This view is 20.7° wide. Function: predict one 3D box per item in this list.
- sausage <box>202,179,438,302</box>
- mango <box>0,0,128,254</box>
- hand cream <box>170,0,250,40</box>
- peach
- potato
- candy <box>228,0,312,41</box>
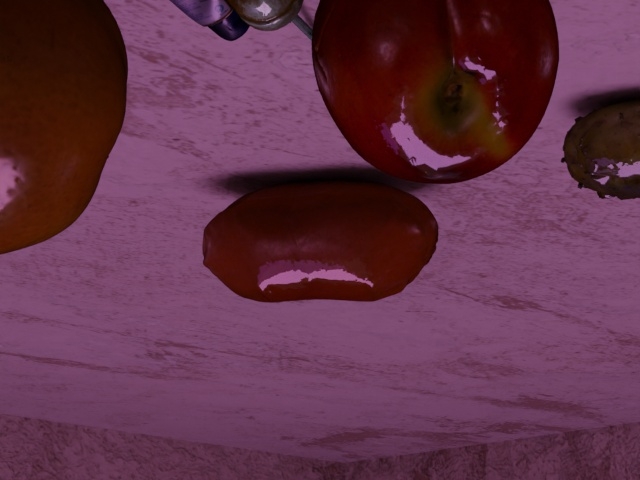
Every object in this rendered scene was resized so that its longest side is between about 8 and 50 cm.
[{"bbox_3d":[0.000,-0.003,1.896,0.258,0.133,0.133,-2,164,16],"label":"sausage"},{"bbox_3d":[-0.322,-0.107,1.282,0.378,0.221,0.264,6,137,8],"label":"mango"},{"bbox_3d":[-0.115,-0.202,1.356,0.062,0.039,0.163,-7,157,37],"label":"hand cream"},{"bbox_3d":[0.084,-0.149,1.346,0.190,0.226,0.196,-34,117,9],"label":"peach"},{"bbox_3d":[0.335,-0.083,1.620,0.225,0.090,0.117,0,165,12],"label":"potato"},{"bbox_3d":[-0.026,-0.181,1.408,0.061,0.061,0.202,-2,173,14],"label":"candy"}]
